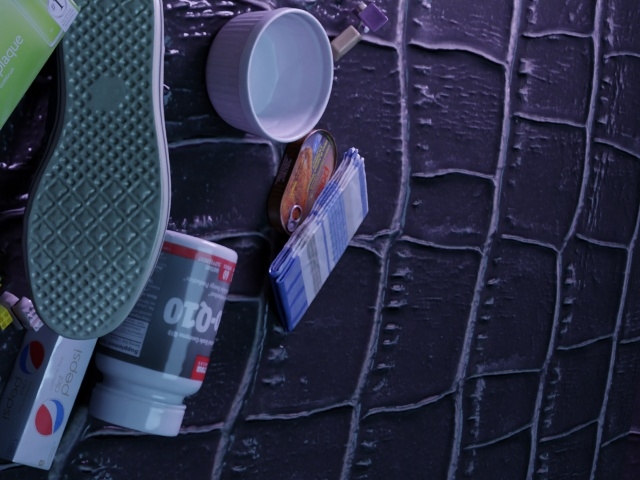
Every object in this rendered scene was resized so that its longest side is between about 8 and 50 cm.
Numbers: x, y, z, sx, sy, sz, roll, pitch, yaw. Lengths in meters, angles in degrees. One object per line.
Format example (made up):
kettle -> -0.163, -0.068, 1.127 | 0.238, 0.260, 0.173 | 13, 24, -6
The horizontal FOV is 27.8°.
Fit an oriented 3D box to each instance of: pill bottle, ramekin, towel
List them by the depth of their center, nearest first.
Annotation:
pill bottle -> -0.233, 0.131, 1.884 | 0.161, 0.161, 0.283 | 21, 83, -53
ramekin -> -0.084, -0.260, 2.012 | 0.207, 0.109, 0.207 | -18, 114, -48
towel -> 0.000, 0.000, 2.214 | 0.285, 0.034, 0.209 | -58, 160, -23

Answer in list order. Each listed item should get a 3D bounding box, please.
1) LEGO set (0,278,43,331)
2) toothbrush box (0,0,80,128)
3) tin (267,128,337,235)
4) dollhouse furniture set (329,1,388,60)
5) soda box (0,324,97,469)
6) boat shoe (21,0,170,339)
LEGO set -> -0.429, 0.061, 1.667 | 0.087, 0.093, 0.227 | -51, 135, -31
toothbrush box -> -0.450, -0.290, 1.522 | 0.283, 0.122, 0.206 | 51, 60, -44
tin -> -0.030, -0.098, 2.187 | 0.106, 0.040, 0.189 | 32, 74, -47
dollhouse furniture set -> 0.041, -0.365, 2.228 | 0.114, 0.091, 0.081 | -42, 177, -9
soda box -> -0.383, 0.202, 1.787 | 0.074, 0.069, 0.216 | 30, 76, -51
boat shoe -> -0.286, -0.118, 1.714 | 0.156, 0.187, 0.500 | 148, -54, -84
